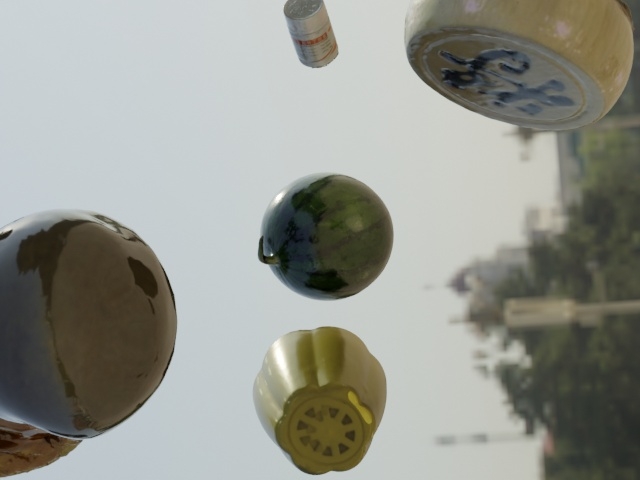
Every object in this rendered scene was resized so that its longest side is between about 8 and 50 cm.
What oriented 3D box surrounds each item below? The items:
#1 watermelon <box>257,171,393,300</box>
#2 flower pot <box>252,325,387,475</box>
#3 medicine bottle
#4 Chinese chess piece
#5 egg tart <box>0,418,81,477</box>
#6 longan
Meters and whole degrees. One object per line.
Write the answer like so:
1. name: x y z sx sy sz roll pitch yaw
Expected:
1. watermelon: 0.000 0.000 2.455 0.215 0.188 0.188 -30 -54 -28
2. flower pot: 0.003 0.236 2.375 0.179 0.195 0.195 -101 3 -75
3. medicine bottle: -0.012 -0.275 2.227 0.089 0.057 0.057 71 -162 -47
4. Chinese chess piece: 0.219 -0.220 1.890 0.257 0.257 0.104 61 -135 -64
5. egg tart: -0.455 0.236 2.505 0.153 0.351 0.339 66 152 18
6. longan: -0.264 0.090 1.713 0.248 0.248 0.248 -5 -90 -79
